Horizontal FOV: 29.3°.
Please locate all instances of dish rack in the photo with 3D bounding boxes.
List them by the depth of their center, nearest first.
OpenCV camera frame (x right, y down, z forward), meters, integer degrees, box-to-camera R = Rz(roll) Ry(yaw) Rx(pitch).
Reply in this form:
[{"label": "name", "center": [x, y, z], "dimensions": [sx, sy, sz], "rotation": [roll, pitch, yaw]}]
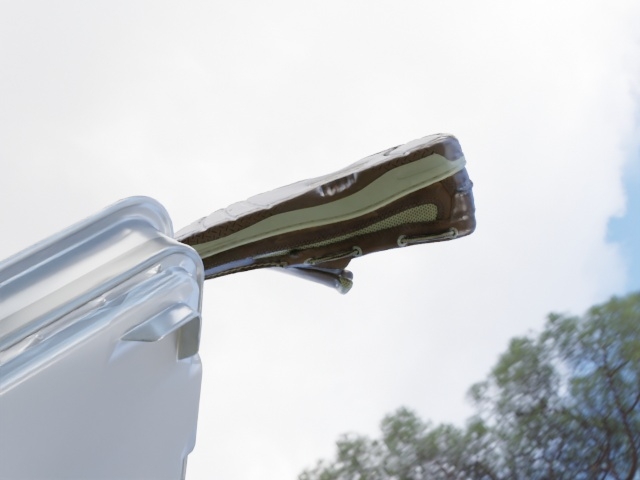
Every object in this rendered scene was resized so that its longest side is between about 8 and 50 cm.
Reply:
[{"label": "dish rack", "center": [-0.174, 0.150, 0.657], "dimensions": [0.072, 0.333, 0.285], "rotation": [26, -53, 26]}]

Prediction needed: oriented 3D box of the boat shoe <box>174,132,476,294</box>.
[{"label": "boat shoe", "center": [-0.001, 0.002, 0.957], "dimensions": [0.257, 0.095, 0.095], "rotation": [-18, -79, 14]}]
